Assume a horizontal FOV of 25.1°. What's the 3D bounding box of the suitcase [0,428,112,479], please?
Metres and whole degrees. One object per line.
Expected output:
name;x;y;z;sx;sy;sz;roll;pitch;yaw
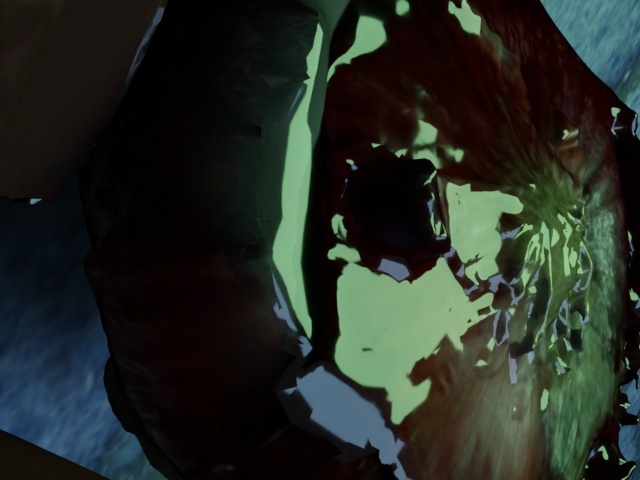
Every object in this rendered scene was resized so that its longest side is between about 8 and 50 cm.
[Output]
suitcase;-0.121;0.202;0.436;0.161;0.236;0.297;-52;158;-48

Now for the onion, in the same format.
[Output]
onion;0.000;0.000;0.537;0.272;0.195;0.272;13;72;-48

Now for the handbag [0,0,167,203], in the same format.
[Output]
handbag;-0.091;-0.134;0.303;0.276;0.084;0.260;-64;160;10
